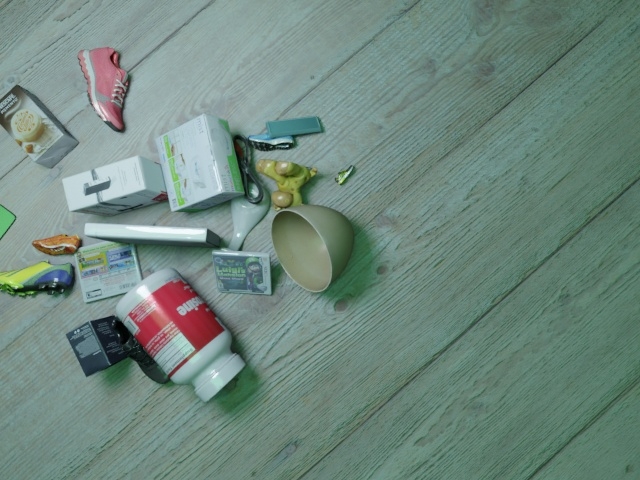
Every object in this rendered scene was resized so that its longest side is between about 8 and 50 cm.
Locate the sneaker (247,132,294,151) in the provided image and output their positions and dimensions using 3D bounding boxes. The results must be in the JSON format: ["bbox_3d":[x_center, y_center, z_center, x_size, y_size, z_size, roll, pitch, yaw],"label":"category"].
[{"bbox_3d":[-0.175,-0.361,1.464,0.162,0.063,0.073,-1,71,-5],"label":"sneaker"}]

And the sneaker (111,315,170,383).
[{"bbox_3d":[-0.603,0.365,1.382,0.109,0.130,0.286,-39,88,-4],"label":"sneaker"}]

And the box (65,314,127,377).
[{"bbox_3d":[-0.726,0.344,1.371,0.093,0.156,0.158,-28,87,0],"label":"box"}]

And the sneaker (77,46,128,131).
[{"bbox_3d":[-0.735,-0.540,1.449,0.136,0.116,0.314,-19,86,-2],"label":"sneaker"}]

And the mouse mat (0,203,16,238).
[{"bbox_3d":[-1.201,-0.078,1.481,0.189,0.007,0.153,36,88,2],"label":"mouse mat"}]

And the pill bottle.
[{"bbox_3d":[-0.437,0.306,1.333,0.229,0.229,0.408,-42,87,-2],"label":"pill bottle"}]

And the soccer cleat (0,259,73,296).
[{"bbox_3d":[-0.998,0.124,1.438,0.289,0.093,0.121,0,56,5],"label":"soccer cleat"}]

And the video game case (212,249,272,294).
[{"bbox_3d":[-0.261,0.109,1.395,0.190,0.022,0.173,3,126,1],"label":"video game case"}]

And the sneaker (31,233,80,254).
[{"bbox_3d":[-0.922,0.011,1.452,0.175,0.064,0.067,1,50,7],"label":"sneaker"}]

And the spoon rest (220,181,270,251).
[{"bbox_3d":[-0.269,-0.076,1.440,0.137,0.084,0.276,19,74,1],"label":"spoon rest"}]

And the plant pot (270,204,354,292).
[{"bbox_3d":[0.000,0.000,1.350,0.191,0.284,0.284,-29,86,-36],"label":"plant pot"}]

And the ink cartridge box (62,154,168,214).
[{"bbox_3d":[-0.656,-0.172,1.367,0.272,0.197,0.114,-14,86,8],"label":"ink cartridge box"}]

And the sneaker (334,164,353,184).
[{"bbox_3d":[0.082,-0.236,1.457,0.035,0.031,0.083,39,88,3],"label":"sneaker"}]

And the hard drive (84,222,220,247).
[{"bbox_3d":[-0.523,-0.014,1.338,0.352,0.233,0.047,2,84,-3],"label":"hard drive"}]

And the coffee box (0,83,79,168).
[{"bbox_3d":[-1.001,-0.396,1.451,0.141,0.098,0.246,-44,87,-2],"label":"coffee box"}]

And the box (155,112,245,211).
[{"bbox_3d":[-0.402,-0.249,1.375,0.231,0.126,0.262,-16,85,27],"label":"box"}]

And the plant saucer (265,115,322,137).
[{"bbox_3d":[-0.092,-0.400,1.448,0.192,0.018,0.067,-10,68,-14],"label":"plant saucer"}]

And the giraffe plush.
[{"bbox_3d":[-0.115,-0.177,1.411,0.210,0.181,0.171,5,98,-33],"label":"giraffe plush"}]

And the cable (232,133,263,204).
[{"bbox_3d":[-0.269,-0.254,1.440,0.139,0.072,0.287,-36,82,-16],"label":"cable"}]

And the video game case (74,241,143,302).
[{"bbox_3d":[-0.742,0.099,1.454,0.212,0.023,0.193,-14,86,1],"label":"video game case"}]
